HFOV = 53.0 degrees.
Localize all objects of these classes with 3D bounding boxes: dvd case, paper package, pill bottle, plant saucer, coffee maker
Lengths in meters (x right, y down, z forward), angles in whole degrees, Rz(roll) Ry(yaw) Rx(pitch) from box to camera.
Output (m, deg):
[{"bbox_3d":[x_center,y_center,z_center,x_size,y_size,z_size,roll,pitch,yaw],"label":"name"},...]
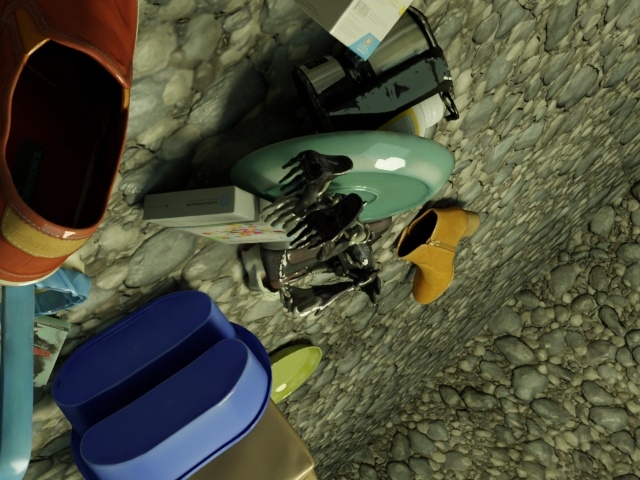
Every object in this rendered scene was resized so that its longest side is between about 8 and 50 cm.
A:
[{"bbox_3d":[-0.392,0.140,0.854,0.087,0.013,0.119,22,120,-20],"label":"dvd case"},{"bbox_3d":[-0.214,0.390,1.181,0.310,0.325,0.168,-35,153,-15],"label":"paper package"},{"bbox_3d":[0.093,-0.173,0.976,0.184,0.103,0.103,-32,152,-19],"label":"pill bottle"},{"bbox_3d":[0.031,-0.075,0.906,0.318,0.043,0.317,-4,168,-1],"label":"plant saucer"},{"bbox_3d":[-0.104,0.326,1.552,0.241,0.037,0.241,-31,151,-19],"label":"plant saucer"},{"bbox_3d":[0.075,-0.193,0.847,0.178,0.171,0.120,-32,-175,-2],"label":"coffee maker"}]

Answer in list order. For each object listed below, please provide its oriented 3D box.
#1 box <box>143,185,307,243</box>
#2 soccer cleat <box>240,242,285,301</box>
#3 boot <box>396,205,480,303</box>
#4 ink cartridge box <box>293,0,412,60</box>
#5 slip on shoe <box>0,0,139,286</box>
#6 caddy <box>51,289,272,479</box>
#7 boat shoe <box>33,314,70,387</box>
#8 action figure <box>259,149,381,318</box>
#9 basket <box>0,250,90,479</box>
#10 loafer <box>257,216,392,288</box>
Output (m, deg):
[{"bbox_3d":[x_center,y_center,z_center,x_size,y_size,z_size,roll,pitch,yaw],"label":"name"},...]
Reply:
[{"bbox_3d":[-0.125,-0.030,0.881,0.145,0.038,0.186,-3,170,26],"label":"box"},{"bbox_3d":[-0.092,0.073,1.134,0.068,0.076,0.196,-35,153,-11],"label":"soccer cleat"},{"bbox_3d":[0.245,0.039,1.525,0.211,0.104,0.295,-2,130,-44],"label":"boot"},{"bbox_3d":[0.050,-0.302,0.736,0.143,0.090,0.092,-50,153,15],"label":"ink cartridge box"},{"bbox_3d":[-0.183,-0.130,0.474,0.101,0.331,0.123,-15,151,37],"label":"slip on shoe"},{"bbox_3d":[-0.242,0.242,1.015,0.341,0.241,0.179,-32,146,-16],"label":"caddy"},{"bbox_3d":[-0.391,0.153,0.902,0.040,0.049,0.142,20,123,-23],"label":"boat shoe"},{"bbox_3d":[0.000,0.000,0.795,0.141,0.164,0.275,-19,157,0],"label":"action figure"},{"bbox_3d":[-0.315,0.053,0.519,0.255,0.288,0.201,-10,159,28],"label":"basket"},{"bbox_3d":[0.013,0.003,1.098,0.303,0.109,0.095,-15,111,-45],"label":"loafer"}]
